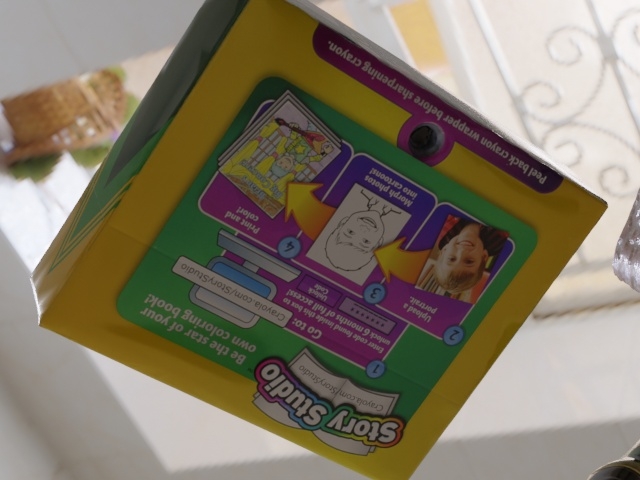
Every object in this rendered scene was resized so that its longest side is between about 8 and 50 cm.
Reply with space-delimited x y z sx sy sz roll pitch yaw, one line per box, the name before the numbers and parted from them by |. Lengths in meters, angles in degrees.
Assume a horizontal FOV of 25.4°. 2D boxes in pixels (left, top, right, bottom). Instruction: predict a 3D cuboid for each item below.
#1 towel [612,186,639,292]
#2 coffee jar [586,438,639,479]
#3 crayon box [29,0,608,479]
towel | 0.469 -0.064 1.723 0.053 0.317 0.332 12 -171 -12
coffee jar | 0.304 0.210 1.236 0.184 0.096 0.079 -31 177 -37
crayon box | 0.000 0.000 1.164 0.313 0.363 0.106 -55 -154 12
